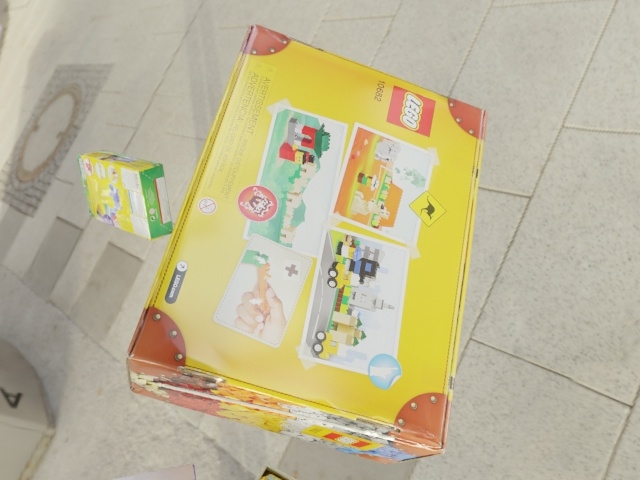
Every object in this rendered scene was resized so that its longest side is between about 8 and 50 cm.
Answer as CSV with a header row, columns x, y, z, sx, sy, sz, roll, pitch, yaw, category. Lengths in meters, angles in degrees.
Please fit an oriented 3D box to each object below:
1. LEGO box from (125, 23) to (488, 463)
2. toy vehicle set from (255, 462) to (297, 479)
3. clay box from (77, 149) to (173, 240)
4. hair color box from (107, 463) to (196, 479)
x,y,z,sx,sy,sz,roll,pitch,yaw,category
0.000,0.000,0.840,0.193,0.372,0.501,124,162,-62,LEGO box
-0.042,0.605,1.279,0.166,0.266,0.035,-54,-13,-50,toy vehicle set
-0.354,-0.088,1.087,0.222,0.053,0.128,18,121,41,clay box
-0.201,0.426,0.636,0.110,0.185,0.339,104,153,-42,hair color box
